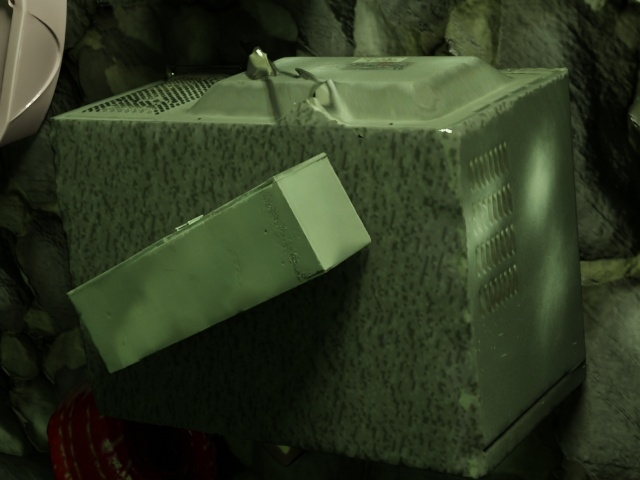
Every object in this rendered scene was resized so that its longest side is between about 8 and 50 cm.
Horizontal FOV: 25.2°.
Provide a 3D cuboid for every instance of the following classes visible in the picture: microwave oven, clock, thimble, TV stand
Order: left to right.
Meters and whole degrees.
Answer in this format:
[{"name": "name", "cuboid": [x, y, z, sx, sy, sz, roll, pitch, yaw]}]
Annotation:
[{"name": "clock", "cuboid": [-0.423, -0.223, 1.638, 0.275, 0.080, 0.290, 25, 119, 24]}, {"name": "thimble", "cuboid": [-0.213, 0.234, 1.618, 0.125, 0.163, 0.189, -32, 79, 36]}, {"name": "TV stand", "cuboid": [-0.091, 0.023, 1.214, 0.269, 0.083, 0.088, -26, 94, 36]}, {"name": "microwave oven", "cuboid": [0.000, 0.000, 1.343, 0.432, 0.236, 0.374, 4, 109, 32]}]

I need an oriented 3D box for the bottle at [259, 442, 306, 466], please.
[{"name": "bottle", "cuboid": [-0.068, 0.183, 1.572, 0.140, 0.053, 0.053, 48, 127, 10]}]
